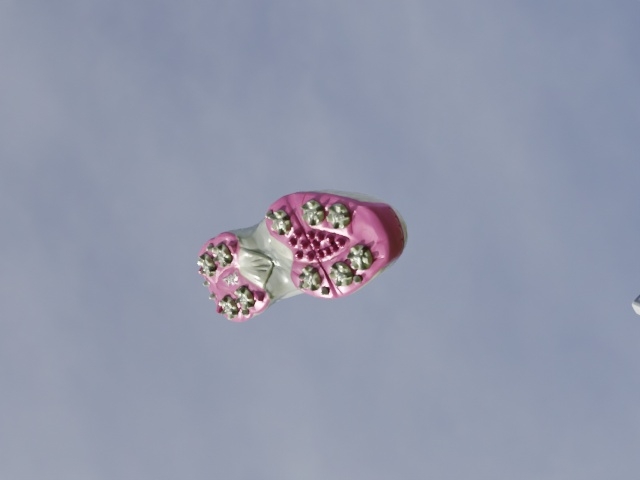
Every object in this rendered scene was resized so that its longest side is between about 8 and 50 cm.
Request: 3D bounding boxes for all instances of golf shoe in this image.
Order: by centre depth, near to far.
[{"bbox_3d":[0.000,0.000,1.691,0.140,0.306,0.115,-22,-86,-38],"label":"golf shoe"}]

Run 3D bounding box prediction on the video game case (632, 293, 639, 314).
[{"bbox_3d":[0.493,0.049,1.914,0.183,0.201,0.023,-46,-50,-15],"label":"video game case"}]
